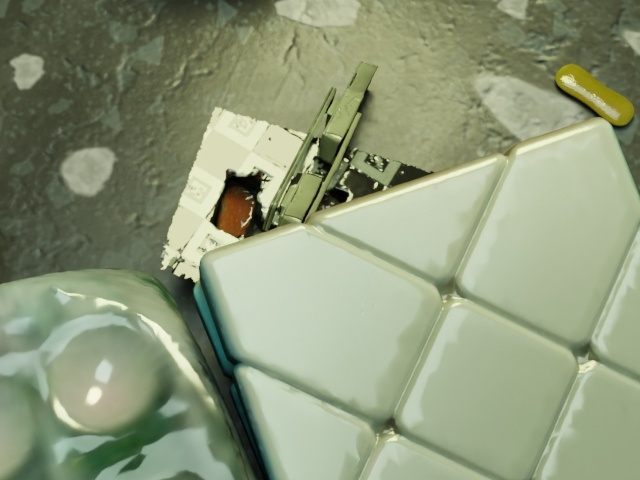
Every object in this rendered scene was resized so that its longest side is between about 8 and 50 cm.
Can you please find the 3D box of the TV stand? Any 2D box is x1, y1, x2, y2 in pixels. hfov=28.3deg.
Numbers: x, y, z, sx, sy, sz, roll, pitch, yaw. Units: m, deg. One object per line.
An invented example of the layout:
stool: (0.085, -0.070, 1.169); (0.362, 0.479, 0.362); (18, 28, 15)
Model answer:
TV stand: (0.005, -0.089, 1.195); (0.042, 0.036, 0.249); (21, 46, 3)

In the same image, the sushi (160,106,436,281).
sushi: (0.000, 0.000, 1.213); (0.280, 0.043, 0.192); (17, 66, -3)

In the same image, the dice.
dice: (-0.211, 0.234, 0.969); (0.328, 0.348, 0.330); (-23, 73, -10)

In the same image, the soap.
soap: (0.278, -0.148, 1.288); (0.089, 0.012, 0.034); (37, 74, 12)

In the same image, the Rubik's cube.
Rubik's cube: (0.098, 0.123, 1.002); (0.319, 0.316, 0.321); (-20, 85, -7)
